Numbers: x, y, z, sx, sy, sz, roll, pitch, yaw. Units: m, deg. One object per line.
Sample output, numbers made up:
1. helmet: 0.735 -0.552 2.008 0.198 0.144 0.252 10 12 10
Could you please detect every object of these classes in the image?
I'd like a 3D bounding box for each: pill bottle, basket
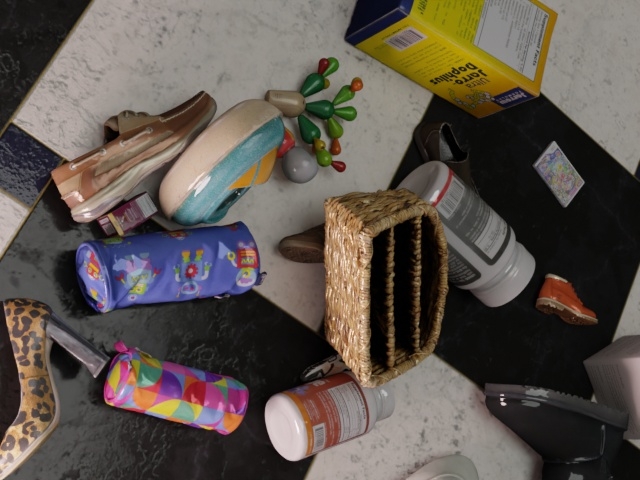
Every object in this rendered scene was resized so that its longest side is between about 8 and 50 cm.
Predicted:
1. pill bottle: 0.020 0.301 1.845 0.216 0.121 0.121 -14 89 -33
2. pill bottle: 0.273 -0.008 2.025 0.283 0.161 0.161 41 64 -20
3. basket: 0.134 0.077 1.819 0.213 0.223 0.299 -5 108 -16

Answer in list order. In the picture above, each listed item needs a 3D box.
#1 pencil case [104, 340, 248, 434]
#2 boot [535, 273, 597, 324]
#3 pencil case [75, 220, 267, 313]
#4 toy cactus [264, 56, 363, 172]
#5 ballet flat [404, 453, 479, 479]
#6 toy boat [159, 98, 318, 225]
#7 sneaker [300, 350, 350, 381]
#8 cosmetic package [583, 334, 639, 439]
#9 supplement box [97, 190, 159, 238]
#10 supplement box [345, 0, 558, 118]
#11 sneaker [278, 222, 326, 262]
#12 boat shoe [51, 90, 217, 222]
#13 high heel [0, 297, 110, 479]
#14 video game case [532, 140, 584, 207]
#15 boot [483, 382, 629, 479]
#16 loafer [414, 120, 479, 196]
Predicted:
1. pencil case: -0.236 0.245 1.713 0.236 0.104 0.104 23 71 -28
2. boot: 0.533 0.128 2.226 0.158 0.059 0.084 26 65 -24
3. pencil case: -0.247 0.047 1.726 0.306 0.119 0.133 -7 109 -33
4. toy cactus: -0.012 -0.243 1.936 0.180 0.112 0.219 8 86 -20
5. ballet flat: 0.168 0.506 1.881 0.400 0.139 0.139 -20 93 -32
6. toy boat: -0.117 -0.132 1.780 0.148 0.267 0.318 49 31 5
7. sneaker: 0.012 0.236 1.898 0.109 0.040 0.044 -23 97 -31
8. cosmetic package: 0.743 0.297 2.142 0.155 0.365 0.197 -24 95 -32
9. supplement box: -0.319 -0.041 1.732 0.083 0.055 0.043 -35 101 -31
10. supplement box: 0.261 -0.421 2.066 0.356 0.195 0.194 26 70 -25
11. sneaker: 0.000 0.000 1.926 0.188 0.066 0.071 7 61 -35
12. boat shoe: -0.303 -0.163 1.725 0.324 0.123 0.116 -44 103 -31
13. high heel: -0.473 0.223 1.595 0.186 0.093 0.261 38 72 -1
14. video game case: 0.522 -0.145 2.288 0.122 0.011 0.087 50 61 -15
15. boot: 0.448 0.529 2.070 0.367 0.146 0.445 18 78 -26
16. loafer: 0.263 -0.141 2.089 0.080 0.078 0.220 -35 100 -31
